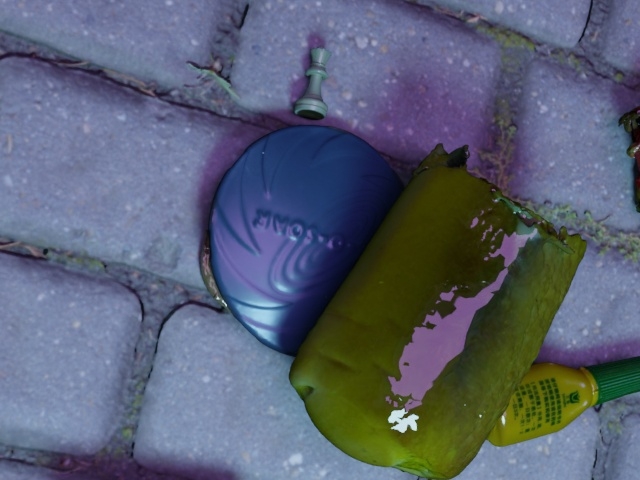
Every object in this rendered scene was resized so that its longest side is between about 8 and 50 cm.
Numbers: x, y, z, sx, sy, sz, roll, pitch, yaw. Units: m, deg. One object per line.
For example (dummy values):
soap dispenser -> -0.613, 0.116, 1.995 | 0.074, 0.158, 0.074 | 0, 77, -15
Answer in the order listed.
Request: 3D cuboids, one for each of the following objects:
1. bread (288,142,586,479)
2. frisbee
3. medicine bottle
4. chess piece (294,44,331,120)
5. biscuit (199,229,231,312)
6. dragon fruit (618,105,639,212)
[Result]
bread -> 0.141, 0.099, 1.268 | 0.251, 0.208, 0.376 | 44, 75, -36
frisbee -> 0.003, -0.001, 1.305 | 0.290, 0.049, 0.289 | 2, 85, -28
medicine bottle -> 0.326, 0.199, 1.422 | 0.261, 0.064, 0.094 | -10, 92, -20
chess piece -> -0.006, -0.199, 1.340 | 0.042, 0.042, 0.093 | 13, 77, -19
biscuit -> -0.072, 0.025, 1.309 | 0.152, 0.020, 0.152 | 2, 85, -20
dragon fruit -> 0.489, -0.114, 1.471 | 0.167, 0.160, 0.172 | -27, 79, 15
